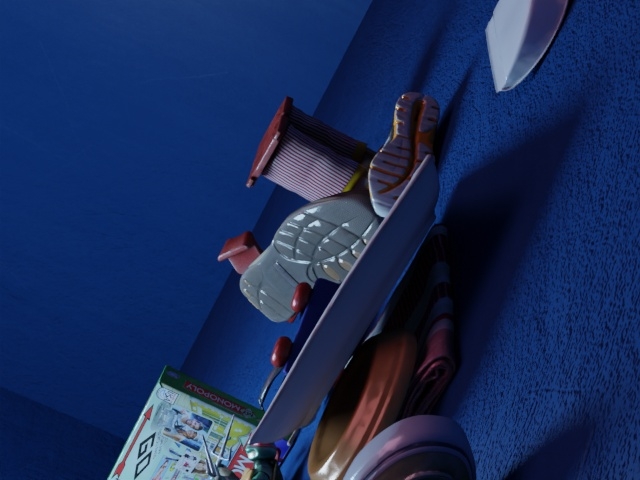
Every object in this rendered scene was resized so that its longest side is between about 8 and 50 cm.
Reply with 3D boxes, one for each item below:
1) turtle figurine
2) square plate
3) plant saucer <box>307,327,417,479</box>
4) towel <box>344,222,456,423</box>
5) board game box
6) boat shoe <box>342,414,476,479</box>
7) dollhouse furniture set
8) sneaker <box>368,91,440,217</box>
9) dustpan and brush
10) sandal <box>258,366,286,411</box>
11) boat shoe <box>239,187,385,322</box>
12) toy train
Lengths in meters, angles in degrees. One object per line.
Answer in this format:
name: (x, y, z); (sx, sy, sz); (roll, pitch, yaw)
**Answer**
turtle figurine: (-0.105, 0.344, 1.826); (0.175, 0.118, 0.234); (86, -169, -76)
square plate: (0.035, 0.081, 1.524); (0.344, 0.049, 0.347); (-58, -3, -4)
plant saucer: (0.037, 0.176, 1.407); (0.200, 0.037, 0.200); (-62, 7, 14)
towel: (0.081, 0.137, 1.515); (0.237, 0.037, 0.329); (-61, 9, 24)
board game box: (-0.196, 0.350, 2.042); (0.317, 0.213, 0.046); (-61, 6, 31)
boat shoe: (0.055, 0.275, 1.097); (0.094, 0.109, 0.302); (-102, 25, -56)
dollhouse furniture set: (-0.054, -0.028, 2.299); (0.374, 0.201, 0.152); (-60, 9, 30)
sneaker: (0.117, -0.106, 1.895); (0.083, 0.084, 0.215); (103, -172, -52)
dustpan and brush: (0.261, -0.282, 1.565); (0.147, 0.060, 0.211); (-91, 18, -48)
sandal: (-0.051, 0.198, 2.125); (0.097, 0.054, 0.254); (148, 146, -76)
boat shoe: (0.000, 0.000, 2.094); (0.355, 0.132, 0.130); (-35, 9, 50)
toy train: (-0.020, 0.187, 1.831); (0.143, 0.105, 0.248); (107, -178, -59)
